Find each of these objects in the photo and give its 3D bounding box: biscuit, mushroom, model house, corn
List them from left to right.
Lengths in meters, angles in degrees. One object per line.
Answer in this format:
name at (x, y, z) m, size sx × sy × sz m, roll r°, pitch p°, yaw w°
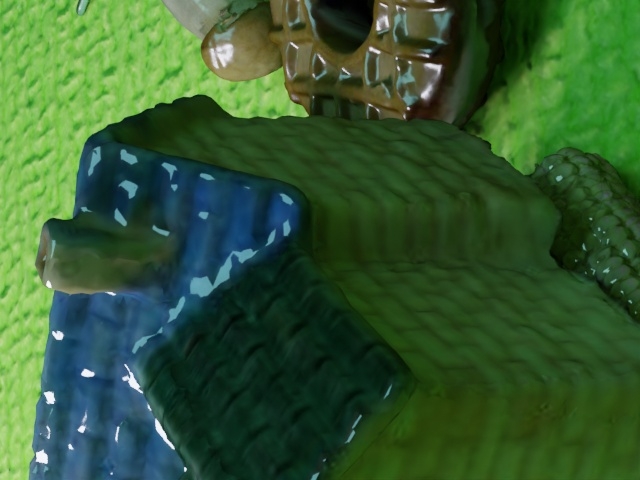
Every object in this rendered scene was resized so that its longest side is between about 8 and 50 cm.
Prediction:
mushroom at (-0.128, -0.301, 2.073) m, size 0.128 × 0.128 × 0.350 m, roll -57°, pitch 45°, yaw 29°
model house at (-0.021, 0.137, 1.435) m, size 0.445 × 0.400 × 0.395 m, roll 45°, pitch 125°, yaw 53°
biscuit at (0.054, -0.238, 1.770) m, size 0.332 × 0.103 × 0.332 m, roll 22°, pitch 115°, yaw 57°
corn at (0.246, 0.058, 1.492) m, size 0.126 × 0.126 × 0.335 m, roll -51°, pitch 41°, yaw 34°

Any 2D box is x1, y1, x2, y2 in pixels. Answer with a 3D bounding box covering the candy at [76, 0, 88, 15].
candy at (-0.250, -0.402, 2.314) m, size 0.091 × 0.083 × 0.305 m, roll 61°, pitch 137°, yaw 39°
